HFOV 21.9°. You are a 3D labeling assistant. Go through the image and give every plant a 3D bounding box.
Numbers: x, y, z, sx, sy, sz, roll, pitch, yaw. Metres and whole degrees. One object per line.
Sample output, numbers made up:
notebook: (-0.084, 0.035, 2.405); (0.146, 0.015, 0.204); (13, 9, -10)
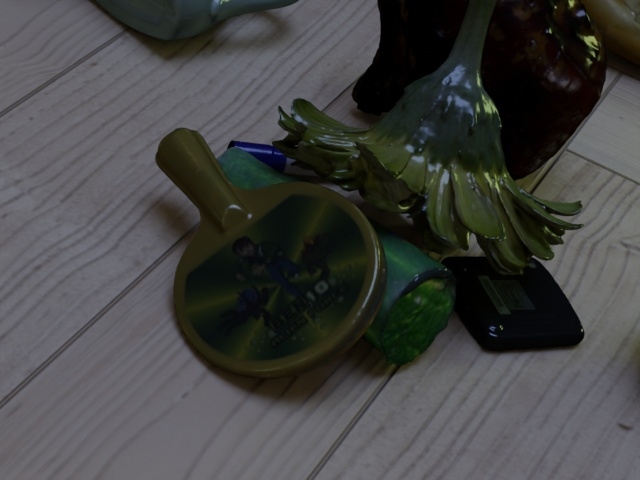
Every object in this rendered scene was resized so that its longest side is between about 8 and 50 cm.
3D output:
plant: (0.100, -0.102, 1.660); (0.306, 0.261, 0.297); (9, 73, -29)

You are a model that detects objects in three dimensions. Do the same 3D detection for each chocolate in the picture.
chocolate: (0.000, 0.000, 1.612); (0.110, 0.110, 0.291); (-18, 44, -40)

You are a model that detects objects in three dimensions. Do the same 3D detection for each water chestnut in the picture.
water chestnut: (0.177, -0.210, 1.849); (0.244, 0.289, 0.289); (-36, 56, -16)

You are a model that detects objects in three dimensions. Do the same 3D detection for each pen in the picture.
pen: (0.030, -0.079, 1.789); (0.269, 0.033, 0.033); (6, 37, -17)

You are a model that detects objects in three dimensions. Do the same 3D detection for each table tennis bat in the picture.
table tennis bat: (-0.066, 0.002, 1.556); (0.198, 0.050, 0.321); (-35, 53, -5)

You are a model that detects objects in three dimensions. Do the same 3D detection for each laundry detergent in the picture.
laundry detergent: (-0.129, -0.329, 1.999); (0.280, 0.105, 0.215); (-19, 42, -43)

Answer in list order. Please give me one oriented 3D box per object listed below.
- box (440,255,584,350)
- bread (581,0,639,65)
box: (0.195, 0.061, 1.675); (0.125, 0.027, 0.126); (-2, 40, -26)
bread: (0.511, -0.391, 2.170); (0.424, 0.329, 0.245); (9, 35, -3)
